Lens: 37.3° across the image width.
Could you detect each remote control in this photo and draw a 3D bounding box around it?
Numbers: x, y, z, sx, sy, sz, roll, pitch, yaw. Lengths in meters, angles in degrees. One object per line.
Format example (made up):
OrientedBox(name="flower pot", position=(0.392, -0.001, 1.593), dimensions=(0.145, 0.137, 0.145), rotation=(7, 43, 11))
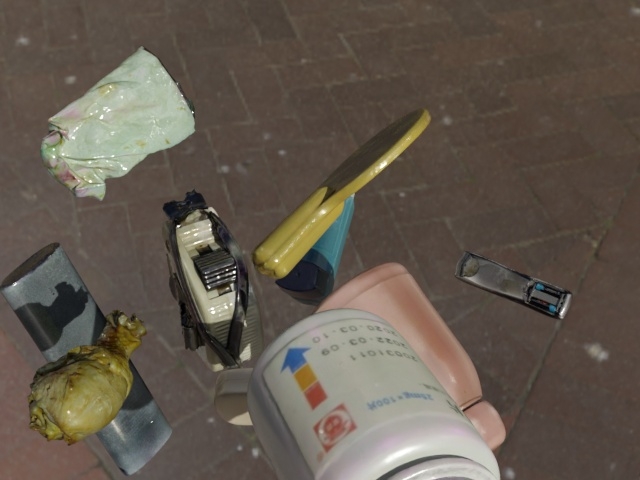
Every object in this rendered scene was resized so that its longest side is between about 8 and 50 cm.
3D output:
OrientedBox(name="remote control", position=(0.342, 0.079, 1.689), dimensions=(0.212, 0.028, 0.059), rotation=(22, 89, 19))
OrientedBox(name="remote control", position=(-0.332, 0.180, 1.381), dimensions=(0.044, 0.377, 0.107), rotation=(6, 42, 39))

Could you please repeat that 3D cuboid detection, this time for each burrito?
OrientedBox(name="burrito", position=(-0.290, -0.159, 1.329), dimensions=(0.229, 0.144, 0.089), rotation=(-43, 16, -32))

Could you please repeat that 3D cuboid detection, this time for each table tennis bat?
OrientedBox(name="table tennis bat", position=(0.028, -0.064, 1.205), dimensions=(0.050, 0.198, 0.321), rotation=(50, 61, -9))

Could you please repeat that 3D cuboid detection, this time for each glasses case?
OrientedBox(name="glasses case", position=(-0.041, 0.201, 1.235), dimensions=(0.196, 0.083, 0.050), rotation=(-3, 49, 10))

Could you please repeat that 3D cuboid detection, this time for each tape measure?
OrientedBox(name="tape measure", position=(-0.187, 0.089, 1.602), dimensions=(0.133, 0.271, 0.231), rotation=(-17, 43, -19))

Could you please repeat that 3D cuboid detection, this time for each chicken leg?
OrientedBox(name="chicken leg", position=(-0.249, 0.144, 1.018), dimensions=(0.088, 0.103, 0.227), rotation=(45, 17, -15))

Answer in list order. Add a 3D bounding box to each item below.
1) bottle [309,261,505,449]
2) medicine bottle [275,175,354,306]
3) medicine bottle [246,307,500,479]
OrientedBox(name="bottle", position=(0.111, 0.201, 1.308), dimensions=(0.206, 0.173, 0.297), rotation=(-36, 73, 1))
OrientedBox(name="medicine bottle", position=(0.000, 0.000, 1.627), dimensions=(0.079, 0.124, 0.258), rotation=(6, 58, 19))
OrientedBox(name="medicine bottle", position=(0.054, 0.196, 0.804), dimensions=(0.170, 0.170, 0.293), rotation=(-13, 31, -16))
